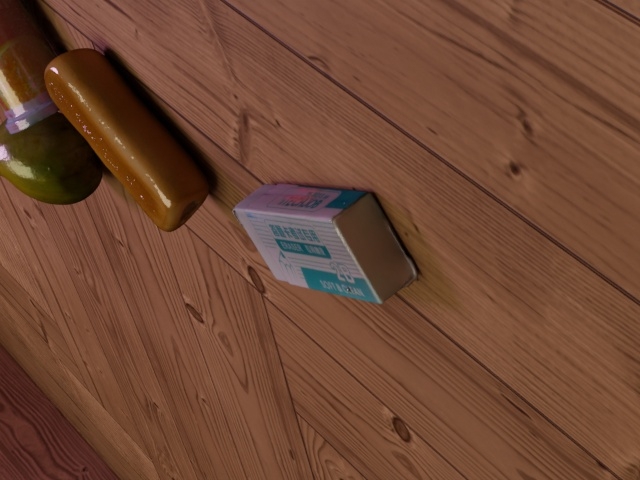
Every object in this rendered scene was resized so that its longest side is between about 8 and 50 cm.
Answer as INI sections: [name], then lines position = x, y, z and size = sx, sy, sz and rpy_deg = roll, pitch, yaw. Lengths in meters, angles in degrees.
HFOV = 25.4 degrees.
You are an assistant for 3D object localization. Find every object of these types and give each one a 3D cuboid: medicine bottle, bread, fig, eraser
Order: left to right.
[medicine bottle]
position = -0.441, -0.335, 1.707
size = 0.426, 0.108, 0.108
rpy_deg = 60, 160, -16
[fig]
position = -0.361, -0.113, 1.891
size = 0.153, 0.120, 0.136
rpy_deg = 27, 164, 0
[bread]
position = -0.216, -0.120, 1.599
size = 0.239, 0.074, 0.092
rpy_deg = 50, 154, 13
[eraser]
position = 0.000, 0.000, 1.334
size = 0.095, 0.052, 0.225
rpy_deg = 59, 161, -18
